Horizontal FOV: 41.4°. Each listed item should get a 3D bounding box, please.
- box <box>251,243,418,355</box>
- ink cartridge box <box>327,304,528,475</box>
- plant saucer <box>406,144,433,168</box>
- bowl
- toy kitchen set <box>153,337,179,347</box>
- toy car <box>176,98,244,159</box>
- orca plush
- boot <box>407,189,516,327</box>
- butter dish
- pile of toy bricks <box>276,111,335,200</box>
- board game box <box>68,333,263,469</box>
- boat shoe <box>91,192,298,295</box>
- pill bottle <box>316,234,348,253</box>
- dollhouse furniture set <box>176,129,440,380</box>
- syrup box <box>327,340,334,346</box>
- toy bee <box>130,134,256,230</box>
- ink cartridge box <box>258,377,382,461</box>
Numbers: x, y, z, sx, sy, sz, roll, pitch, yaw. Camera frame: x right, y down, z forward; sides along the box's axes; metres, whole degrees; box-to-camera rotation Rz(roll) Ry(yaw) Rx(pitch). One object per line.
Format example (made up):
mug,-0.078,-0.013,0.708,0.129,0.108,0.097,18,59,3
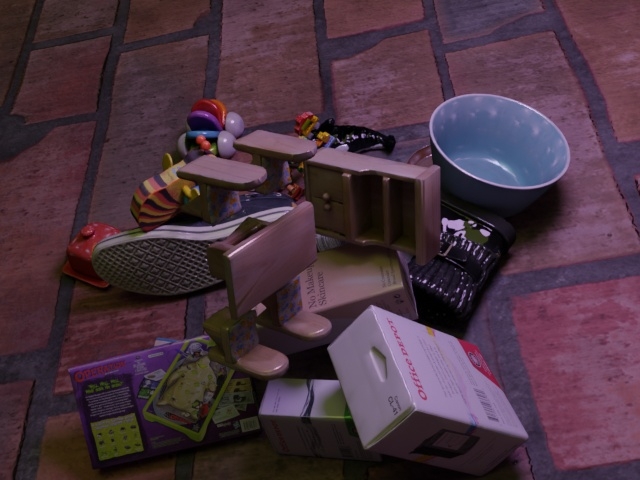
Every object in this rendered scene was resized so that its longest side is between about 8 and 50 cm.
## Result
box,0.019,0.109,1.653,0.311,0.121,0.148,-18,51,11
ink cartridge box,0.185,0.265,1.471,0.131,0.306,0.226,-48,41,25
plant saucer,0.288,-0.169,2.033,0.169,0.029,0.168,-8,46,9
bowl,0.375,-0.168,1.882,0.312,0.163,0.311,6,48,-6
toy kitchen set,-0.236,0.220,1.790,0.207,0.122,0.166,9,48,-3
toy car,-0.299,-0.299,2.242,0.159,0.136,0.182,1,49,16
orca plush,0.041,-0.254,2.128,0.287,0.102,0.151,3,49,18
boot,0.214,0.021,1.811,0.348,0.131,0.260,22,61,34
butter dish,-0.540,0.012,2.038,0.160,0.118,0.160,18,55,28
pile of toy bricks,-0.058,-0.206,2.056,0.118,0.105,0.212,36,94,31
board game box,-0.301,0.308,1.663,0.347,0.208,0.056,-13,4,3
boat shoe,-0.269,-0.001,1.939,0.500,0.186,0.156,-13,36,-2
pill bottle,0.066,-0.017,1.791,0.246,0.130,0.130,-15,35,51
dollhouse furniture set,0.000,0.000,1.443,0.257,0.362,0.394,15,33,33
syrup box,0.046,0.169,1.746,0.096,0.093,0.237,-28,47,-10
toy bee,-0.283,-0.147,1.852,0.195,0.162,0.298,25,49,31
ink cartridge box,0.008,0.331,1.569,0.209,0.153,0.086,0,48,15
